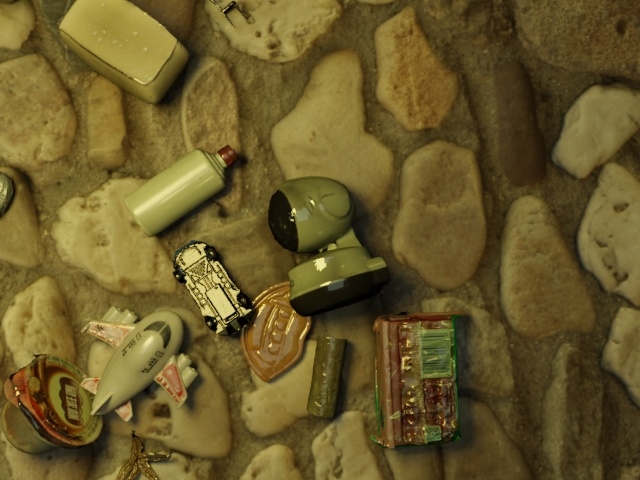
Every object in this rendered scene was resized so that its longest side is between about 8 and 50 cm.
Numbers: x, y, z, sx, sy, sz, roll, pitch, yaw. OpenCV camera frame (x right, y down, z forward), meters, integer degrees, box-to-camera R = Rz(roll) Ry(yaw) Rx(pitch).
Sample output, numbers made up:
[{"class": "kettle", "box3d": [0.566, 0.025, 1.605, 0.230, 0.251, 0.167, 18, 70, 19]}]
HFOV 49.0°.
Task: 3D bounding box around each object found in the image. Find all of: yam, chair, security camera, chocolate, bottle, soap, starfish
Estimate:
[{"class": "yam", "box3d": [0.014, 0.280, 1.459, 0.068, 0.068, 0.169, 9, 90, -2]}, {"class": "chair", "box3d": [-0.202, -0.504, 1.512, 0.042, 0.037, 0.086, -43, 93, 7]}, {"class": "security camera", "box3d": [0.000, 0.000, 1.420, 0.191, 0.197, 0.277, -15, 80, -13]}, {"class": "chocolate", "box3d": [-0.550, 0.344, 1.376, 0.147, 0.221, 0.221, -34, 88, 10]}, {"class": "bottle", "box3d": [-0.278, -0.115, 1.449, 0.245, 0.104, 0.104, -35, 89, -4]}, {"class": "soap", "box3d": [0.204, 0.284, 1.451, 0.218, 0.098, 0.273, -2, 87, -3]}, {"class": "starfish", "box3d": [-0.369, 0.445, 1.439, 0.133, 0.041, 0.130, -11, 95, -10]}]

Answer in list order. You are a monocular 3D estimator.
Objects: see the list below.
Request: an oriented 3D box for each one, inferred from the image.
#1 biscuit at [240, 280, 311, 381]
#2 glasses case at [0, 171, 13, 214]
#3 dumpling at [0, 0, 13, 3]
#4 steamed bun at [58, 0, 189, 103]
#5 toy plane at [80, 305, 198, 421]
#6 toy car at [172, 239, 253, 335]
[{"class": "biscuit", "box3d": [-0.096, 0.186, 1.477, 0.142, 0.029, 0.220, 21, 86, -1]}, {"class": "glasses case", "box3d": [-0.773, -0.139, 1.446, 0.282, 0.067, 0.109, 26, 88, -3]}, {"class": "dumpling", "box3d": [-0.696, -0.564, 1.448, 0.173, 0.142, 0.247, -14, 53, 5]}, {"class": "steamed bun", "box3d": [-0.394, -0.392, 1.431, 0.242, 0.164, 0.146, 33, 84, 1]}, {"class": "toy plane", "box3d": [-0.371, 0.247, 1.417, 0.252, 0.118, 0.252, 0, 85, -5]}, {"class": "toy car", "box3d": [-0.225, 0.098, 1.459, 0.103, 0.063, 0.216, -34, 78, -5]}]
